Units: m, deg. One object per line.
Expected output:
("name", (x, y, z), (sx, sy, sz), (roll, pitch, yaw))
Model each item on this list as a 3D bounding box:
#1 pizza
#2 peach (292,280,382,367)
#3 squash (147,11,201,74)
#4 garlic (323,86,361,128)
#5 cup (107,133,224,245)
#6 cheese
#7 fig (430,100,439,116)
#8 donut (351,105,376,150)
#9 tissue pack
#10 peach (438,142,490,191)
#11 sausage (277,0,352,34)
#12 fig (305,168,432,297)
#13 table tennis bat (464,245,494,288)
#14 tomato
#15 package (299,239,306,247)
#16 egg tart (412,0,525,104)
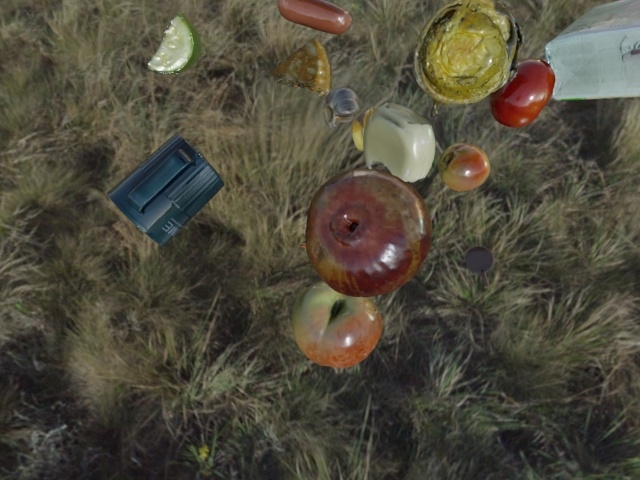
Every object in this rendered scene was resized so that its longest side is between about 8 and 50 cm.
("pizza", (-0.065, -0.524, 1.447), (0.198, 0.062, 0.188), (-8, 82, -2))
("peach", (0.037, 0.206, 1.127), (0.232, 0.233, 0.233), (-2, 55, 3))
("squash", (-0.449, -0.614, 1.508), (0.203, 0.111, 0.289), (-57, 20, 9))
("garlic", (0.117, -0.610, 2.284), (0.207, 0.257, 0.207), (-25, 31, 16))
("cup", (-0.494, -0.179, 1.482), (0.292, 0.308, 0.242), (-44, 65, -8))
("cheese", (0.253, -0.318, 1.532), (0.127, 0.233, 0.266), (-22, 51, -30))
("fig", (0.442, -0.570, 1.630), (0.216, 0.321, 0.217), (10, 49, -12))
("donut", (0.183, -0.453, 1.922), (0.074, 0.174, 0.190), (2, 63, 27))
("tissue pack", (0.898, -0.567, 1.357), (0.331, 0.205, 0.405), (9, 39, 44))
("peach", (0.526, -0.269, 1.700), (0.184, 0.184, 0.184), (-2, 55, 3))
("sausage", (-0.015, -0.567, 1.162), (0.194, 0.077, 0.077), (18, 57, -1))
("fig", (0.071, -0.008, 0.707), (0.205, 0.205, 0.205), (-2, 55, 3))
("table tennis bat", (0.601, 0.087, 1.759), (0.107, 0.119, 0.170), (-18, 66, 20))
("tomato", (0.568, -0.423, 1.332), (0.136, 0.195, 0.195), (20, 57, -8))
("package", (0.001, -0.001, 1.607), (0.107, 0.031, 0.121), (9, 30, 24))
("egg tart", (0.376, -0.485, 1.211), (0.290, 0.291, 0.107), (19, 26, 18))
